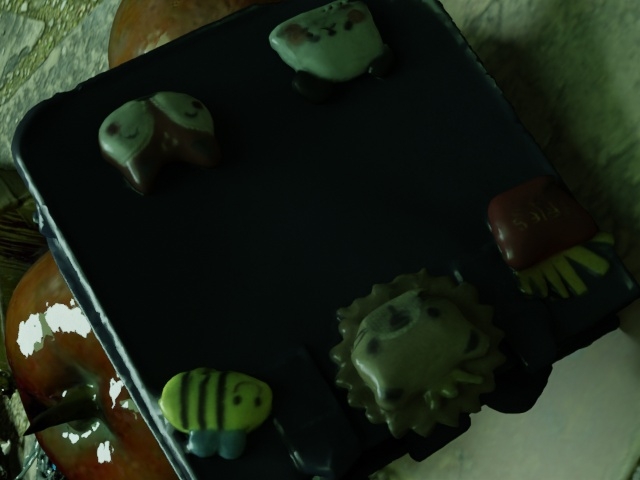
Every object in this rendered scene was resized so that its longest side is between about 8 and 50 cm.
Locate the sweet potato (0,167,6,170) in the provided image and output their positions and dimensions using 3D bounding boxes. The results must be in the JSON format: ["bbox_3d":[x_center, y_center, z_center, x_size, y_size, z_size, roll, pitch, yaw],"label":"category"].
[{"bbox_3d":[-0.489,-0.070,1.561,0.291,0.097,0.097,18,102,42],"label":"sweet potato"}]

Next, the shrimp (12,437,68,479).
[{"bbox_3d":[-0.292,0.211,1.305,0.076,0.082,0.174,-6,77,56],"label":"shrimp"}]

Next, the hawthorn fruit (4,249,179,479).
[{"bbox_3d":[-0.115,0.088,0.914,0.267,0.300,0.268,7,101,35],"label":"hawthorn fruit"}]

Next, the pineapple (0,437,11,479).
[{"bbox_3d":[-0.576,0.326,1.444,0.300,0.352,0.352,-44,56,42],"label":"pineapple"}]

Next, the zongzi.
[{"bbox_3d":[-0.422,0.039,1.296,0.145,0.300,0.274,55,131,55],"label":"zongzi"}]

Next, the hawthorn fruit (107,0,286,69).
[{"bbox_3d":[-0.058,-0.183,0.955,0.199,0.199,0.251,24,93,49],"label":"hawthorn fruit"}]

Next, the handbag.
[{"bbox_3d":[0.000,0.000,0.750,0.329,0.303,0.122,56,165,24],"label":"handbag"}]
